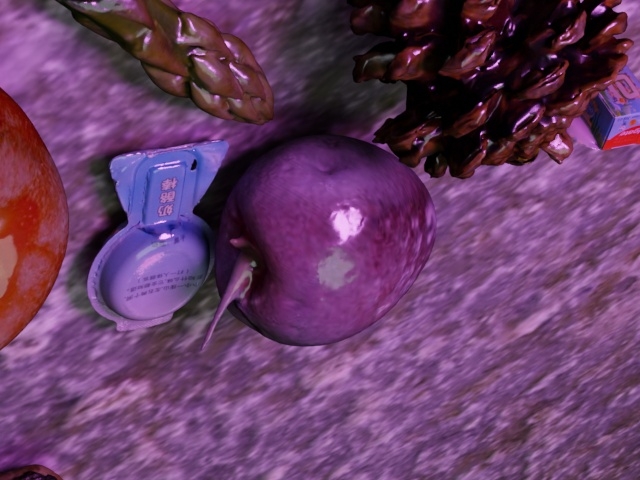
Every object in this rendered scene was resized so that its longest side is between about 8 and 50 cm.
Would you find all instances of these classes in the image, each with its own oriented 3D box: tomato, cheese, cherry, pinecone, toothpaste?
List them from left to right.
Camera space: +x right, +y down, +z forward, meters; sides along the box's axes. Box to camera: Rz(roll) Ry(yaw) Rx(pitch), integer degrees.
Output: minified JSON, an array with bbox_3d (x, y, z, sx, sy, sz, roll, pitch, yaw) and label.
[{"bbox_3d":[-0.340,-0.024,1.197,0.270,0.222,0.270,-27,134,-32],"label":"tomato"},{"bbox_3d":[-0.158,0.001,1.483,0.135,0.052,0.245,-12,138,-26],"label":"cheese"},{"bbox_3d":[0.000,0.000,1.480,0.266,0.184,0.213,-21,154,-38],"label":"cherry"},{"bbox_3d":[0.130,-0.173,1.326,0.243,0.257,0.243,-42,163,-16],"label":"pinecone"},{"bbox_3d":[0.232,-0.166,1.427,0.070,0.193,0.044,-11,141,-22],"label":"toothpaste"}]

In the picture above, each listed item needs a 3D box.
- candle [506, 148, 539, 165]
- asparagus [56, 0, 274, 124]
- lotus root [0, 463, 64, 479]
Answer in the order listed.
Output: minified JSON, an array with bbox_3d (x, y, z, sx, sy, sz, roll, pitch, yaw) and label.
[{"bbox_3d":[0.210,-0.138,1.565,0.052,0.052,0.131,-14,139,-20],"label":"candle"},{"bbox_3d":[-0.116,-0.163,1.304,0.080,0.080,0.287,-39,143,12],"label":"asparagus"},{"bbox_3d":[-0.336,0.325,1.681,0.138,0.138,0.214,-2,150,-32],"label":"lotus root"}]
